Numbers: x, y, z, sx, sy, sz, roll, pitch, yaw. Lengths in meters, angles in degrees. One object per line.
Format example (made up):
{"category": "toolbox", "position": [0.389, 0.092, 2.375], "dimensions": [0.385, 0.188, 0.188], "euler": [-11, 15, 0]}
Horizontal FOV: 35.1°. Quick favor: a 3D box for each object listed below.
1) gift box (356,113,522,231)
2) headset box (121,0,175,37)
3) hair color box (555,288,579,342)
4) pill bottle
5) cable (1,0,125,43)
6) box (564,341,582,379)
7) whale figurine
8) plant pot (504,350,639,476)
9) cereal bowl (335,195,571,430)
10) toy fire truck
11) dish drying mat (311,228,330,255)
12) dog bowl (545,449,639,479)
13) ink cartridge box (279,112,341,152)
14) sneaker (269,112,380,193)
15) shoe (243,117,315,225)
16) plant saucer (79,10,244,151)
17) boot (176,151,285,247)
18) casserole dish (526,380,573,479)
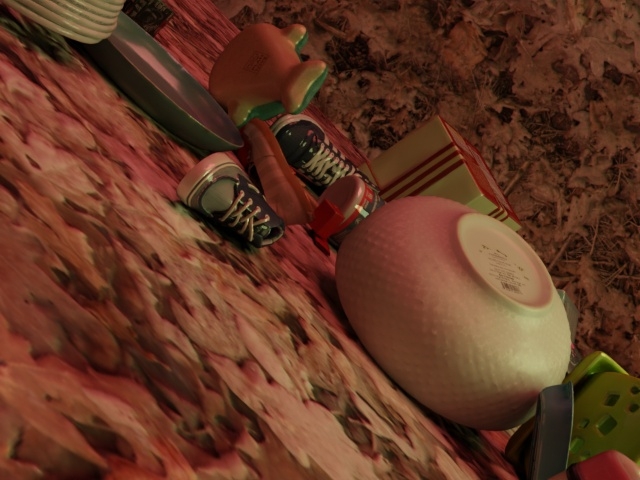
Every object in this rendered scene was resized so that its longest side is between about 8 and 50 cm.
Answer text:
{"category": "gift box", "position": [0.226, -0.084, 2.106], "dimensions": [0.255, 0.258, 0.276], "euler": [33, 27, -50]}
{"category": "headset box", "position": [-0.305, -0.408, 1.803], "dimensions": [0.083, 0.062, 0.032], "euler": [36, 14, -42]}
{"category": "hair color box", "position": [0.393, 0.155, 1.976], "dimensions": [0.185, 0.113, 0.374], "euler": [9, -7, 20]}
{"category": "pill bottle", "position": [0.081, -0.012, 1.625], "dimensions": [0.180, 0.108, 0.108], "euler": [41, 10, -27]}
{"category": "cable", "position": [-0.332, -0.327, 1.143], "dimensions": [0.257, 0.089, 0.257], "euler": [38, 14, -3]}
{"category": "box", "position": [0.281, 0.128, 1.583], "dimensions": [0.247, 0.142, 0.163], "euler": [59, 20, 6]}
{"category": "whale figurine", "position": [-0.075, -0.274, 1.766], "dimensions": [0.141, 0.216, 0.272], "euler": [39, -9, -40]}
{"category": "plant pot", "position": [0.397, 0.295, 1.347], "dimensions": [0.227, 0.228, 0.207], "euler": [39, 5, -33]}
{"category": "cereal bowl", "position": [0.194, 0.067, 1.300], "dimensions": [0.339, 0.141, 0.339], "euler": [27, 35, -21]}
{"category": "toy fire truck", "position": [-0.053, -0.092, 1.549], "dimensions": [0.135, 0.047, 0.192], "euler": [32, 15, -42]}
{"category": "dish drying mat", "position": [0.000, 0.000, 1.532], "dimensions": [0.032, 0.008, 0.083], "euler": [42, 9, -16]}
{"category": "dog bowl", "position": [0.346, 0.376, 0.969], "dimensions": [0.408, 0.150, 0.408], "euler": [43, 9, -9]}
{"category": "ink cartridge box", "position": [-0.001, -0.214, 2.363], "dimensions": [0.223, 0.045, 0.224], "euler": [41, 9, -30]}
{"category": "sneaker", "position": [0.013, -0.129, 1.879], "dimensions": [0.153, 0.099, 0.282], "euler": [49, 6, 32]}
{"category": "shoe", "position": [-0.073, -0.096, 1.410], "dimensions": [0.076, 0.058, 0.219], "euler": [70, -7, -46]}
{"category": "plant saucer", "position": [-0.233, -0.227, 1.387], "dimensions": [0.317, 0.044, 0.317], "euler": [43, 9, -8]}
{"category": "boot", "position": [-0.089, -0.039, 1.102], "dimensions": [0.086, 0.069, 0.190], "euler": [44, 7, 10]}
{"category": "casserole dish", "position": [0.269, 0.255, 1.196], "dimensions": [0.037, 0.188, 0.114], "euler": [6, 14, 9]}
